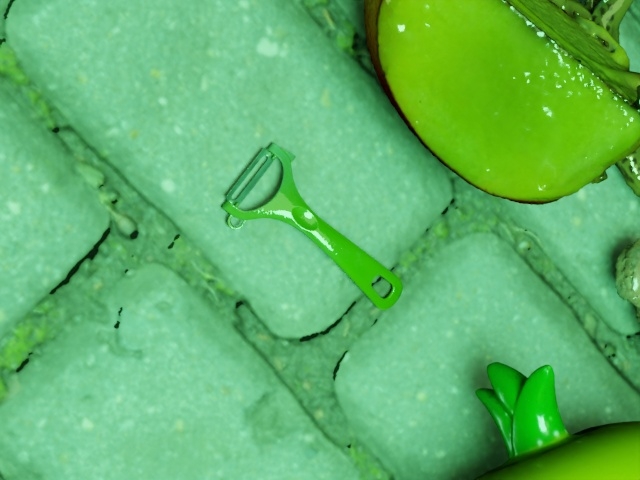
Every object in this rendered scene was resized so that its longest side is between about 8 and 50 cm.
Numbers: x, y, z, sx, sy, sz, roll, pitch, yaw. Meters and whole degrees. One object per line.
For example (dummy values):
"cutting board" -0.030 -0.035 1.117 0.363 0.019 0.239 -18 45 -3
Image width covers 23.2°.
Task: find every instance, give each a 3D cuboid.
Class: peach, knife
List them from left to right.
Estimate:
"knife" 0.000 0.000 1.252 0.166 0.022 0.078 40 84 -12
"peach" 0.124 -0.142 1.222 0.267 0.159 0.154 38 110 -3

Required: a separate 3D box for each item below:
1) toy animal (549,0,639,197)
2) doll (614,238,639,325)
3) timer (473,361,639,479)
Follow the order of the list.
"toy animal" 0.236 -0.157 1.300 0.149 0.054 0.276 -3 100 2
"doll" 0.404 0.013 1.310 0.303 0.156 0.201 -40 94 -18
"timer" 0.191 0.215 1.192 0.285 0.285 0.285 0 89 -17
